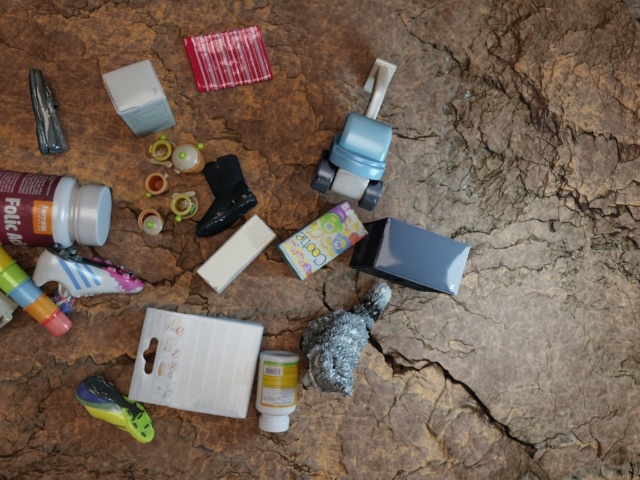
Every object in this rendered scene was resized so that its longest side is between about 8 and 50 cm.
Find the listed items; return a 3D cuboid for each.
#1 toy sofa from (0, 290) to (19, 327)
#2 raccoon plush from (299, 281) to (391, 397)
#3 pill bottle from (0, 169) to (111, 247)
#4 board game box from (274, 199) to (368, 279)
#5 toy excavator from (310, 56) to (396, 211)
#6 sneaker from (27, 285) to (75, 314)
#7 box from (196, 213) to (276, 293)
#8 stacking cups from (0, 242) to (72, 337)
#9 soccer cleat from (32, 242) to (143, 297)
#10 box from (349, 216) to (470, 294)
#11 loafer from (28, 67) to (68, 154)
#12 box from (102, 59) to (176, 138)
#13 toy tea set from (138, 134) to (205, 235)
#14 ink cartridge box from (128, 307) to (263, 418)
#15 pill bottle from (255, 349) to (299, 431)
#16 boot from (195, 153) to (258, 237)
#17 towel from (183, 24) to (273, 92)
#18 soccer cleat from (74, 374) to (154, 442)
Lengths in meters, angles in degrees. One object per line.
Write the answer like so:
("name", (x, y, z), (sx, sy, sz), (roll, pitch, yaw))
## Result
("toy sofa", (-1.060, 0.129, 1.457), (0.150, 0.177, 0.362), (-32, 114, 19))
("raccoon plush", (0.091, 0.304, 1.684), (0.216, 0.299, 0.446), (33, 82, -8))
("pill bottle", (-0.856, -0.091, 1.545), (0.392, 0.224, 0.224), (5, 87, -11))
("board game box", (0.000, 0.000, 1.757), (0.275, 0.144, 0.142), (-34, 95, -10))
("toy excavator", (0.157, -0.379, 1.742), (0.222, 0.433, 0.445), (21, 112, -6))
("sneaker", (-0.810, 0.182, 1.628), (0.221, 0.083, 0.087), (-38, 109, -5))
("box", (-0.281, 0.044, 1.723), (0.275, 0.094, 0.113), (-44, 96, -9))
("stacking cups", (-0.876, 0.161, 1.516), (0.096, 0.096, 0.316), (-37, 107, -10))
("soccer cleat", (-0.710, 0.121, 1.572), (0.331, 0.116, 0.143), (31, 89, -47))
("box", (0.293, 0.055, 1.738), (0.296, 0.294, 0.183), (19, 84, -11))
("loafer", (-0.869, -0.409, 1.635), (0.084, 0.096, 0.267), (-9, 97, -31))
("box", (-0.546, -0.424, 1.576), (0.148, 0.311, 0.121), (-23, 92, -11))
("toy tea set", (-0.491, -0.178, 1.653), (0.200, 0.124, 0.336), (8, 86, 7))
("ink cartridge box", (-0.404, 0.400, 1.699), (0.385, 0.091, 0.308), (11, 86, -5))
("pill bottle", (-0.147, 0.500, 1.712), (0.136, 0.136, 0.246), (5, 87, -11))
("boot", (-0.345, -0.151, 1.716), (0.246, 0.094, 0.207), (-34, 69, 13))
("towel", (-0.317, -0.630, 1.774), (0.275, 0.031, 0.199), (-15, 92, -12))
("soccer cleat", (-0.658, 0.551, 1.646), (0.121, 0.093, 0.289), (-40, 102, 20))
